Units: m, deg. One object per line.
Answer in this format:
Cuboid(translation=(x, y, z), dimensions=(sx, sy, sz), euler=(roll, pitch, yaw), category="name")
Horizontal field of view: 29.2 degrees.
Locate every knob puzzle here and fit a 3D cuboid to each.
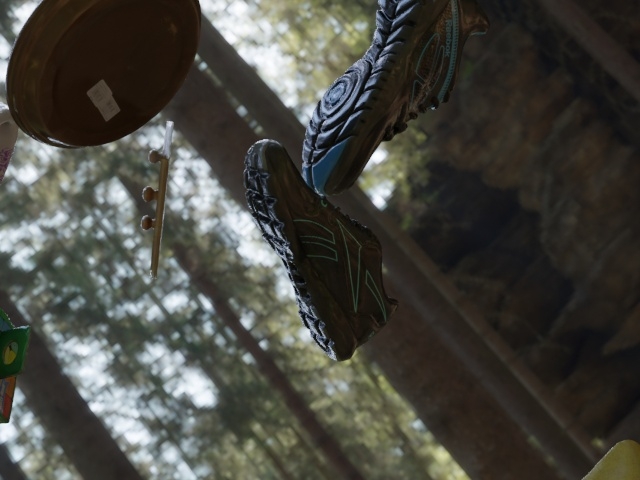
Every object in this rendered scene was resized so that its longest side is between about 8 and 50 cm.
Cuboid(translation=(-0.217, -0.041, 1.594), dimensions=(0.030, 0.213, 0.213), euler=(6, -33, -7), category="knob puzzle")

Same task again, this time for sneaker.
Cuboid(translation=(0.102, -0.189, 1.540), dimensions=(0.140, 0.125, 0.341), euler=(37, -101, -31), category="sneaker")
Cuboid(translation=(0.000, 0.000, 1.360), dimensions=(0.106, 0.267, 0.101), euler=(-30, 22, -15), category="sneaker")

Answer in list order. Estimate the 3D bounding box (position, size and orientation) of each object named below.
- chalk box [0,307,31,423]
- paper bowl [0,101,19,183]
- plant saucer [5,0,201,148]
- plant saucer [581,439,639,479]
Cuboid(translation=(-0.624, 0.204, 2.088), dimensions=(0.289, 0.180, 0.179), euler=(-5, -33, 11), category="chalk box")
Cuboid(translation=(-0.543, -0.085, 1.676), dimensions=(0.284, 0.148, 0.284), euler=(-62, 4, 7), category="paper bowl")
Cuboid(translation=(-0.248, -0.218, 1.473), dimensions=(0.278, 0.041, 0.278), euler=(-35, -28, -22), category="plant saucer")
Cuboid(translation=(0.382, 0.474, 1.505), dimensions=(0.333, 0.333, 0.081), euler=(-44, 12, -9), category="plant saucer")
